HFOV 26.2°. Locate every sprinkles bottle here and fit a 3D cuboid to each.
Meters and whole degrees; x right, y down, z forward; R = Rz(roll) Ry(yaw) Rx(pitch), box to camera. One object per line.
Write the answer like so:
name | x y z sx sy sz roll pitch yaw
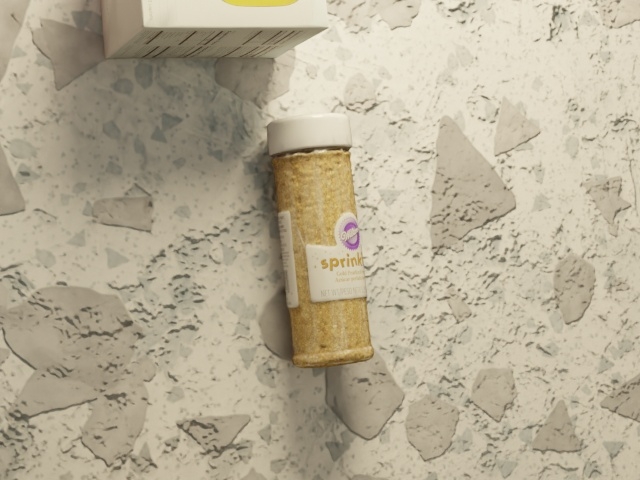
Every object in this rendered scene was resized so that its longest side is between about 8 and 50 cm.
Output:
sprinkles bottle | 0.000 0.000 1.964 0.121 0.121 0.355 -6 88 -24

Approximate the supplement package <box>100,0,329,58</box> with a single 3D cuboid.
supplement package | -0.153 -0.365 1.885 0.263 0.198 0.199 -4 87 -24
